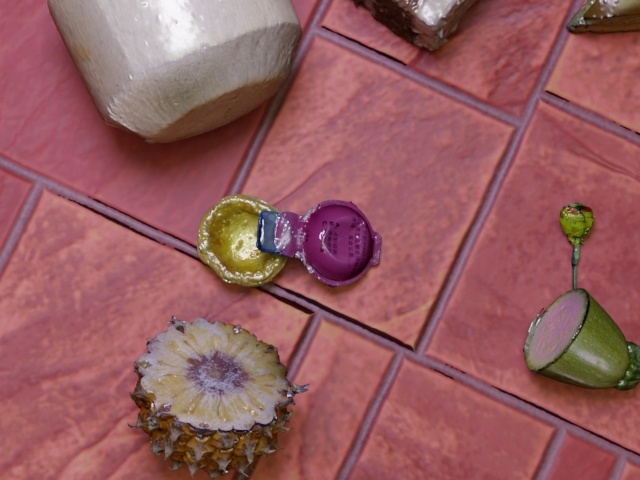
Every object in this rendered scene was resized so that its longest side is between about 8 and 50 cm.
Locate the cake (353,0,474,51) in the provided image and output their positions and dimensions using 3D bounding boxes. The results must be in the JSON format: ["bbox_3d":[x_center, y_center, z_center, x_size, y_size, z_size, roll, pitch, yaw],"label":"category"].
[{"bbox_3d":[0.103,-0.295,1.509,0.147,0.135,0.134,34,85,7],"label":"cake"}]

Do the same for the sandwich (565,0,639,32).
[{"bbox_3d":[0.389,-0.281,1.538,0.244,0.090,0.088,-5,87,-2],"label":"sandwich"}]

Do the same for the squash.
[{"bbox_3d":[0.295,0.125,1.503,0.132,0.105,0.105,33,84,-17],"label":"squash"}]

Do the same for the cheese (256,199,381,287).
[{"bbox_3d":[0.000,0.000,1.506,0.145,0.038,0.095,10,78,-25],"label":"cheese"}]

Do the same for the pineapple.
[{"bbox_3d":[-0.116,0.185,1.470,0.176,0.137,0.161,21,41,6],"label":"pineapple"}]

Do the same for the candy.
[{"bbox_3d":[0.275,0.020,1.536,0.035,0.035,0.123,4,93,30],"label":"candy"}]

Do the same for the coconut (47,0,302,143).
[{"bbox_3d":[-0.156,-0.242,1.448,0.237,0.237,0.266,-21,84,-4],"label":"coconut"}]

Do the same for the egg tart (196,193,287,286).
[{"bbox_3d":[-0.081,0.000,1.520,0.105,0.039,0.105,0,84,-1],"label":"egg tart"}]
